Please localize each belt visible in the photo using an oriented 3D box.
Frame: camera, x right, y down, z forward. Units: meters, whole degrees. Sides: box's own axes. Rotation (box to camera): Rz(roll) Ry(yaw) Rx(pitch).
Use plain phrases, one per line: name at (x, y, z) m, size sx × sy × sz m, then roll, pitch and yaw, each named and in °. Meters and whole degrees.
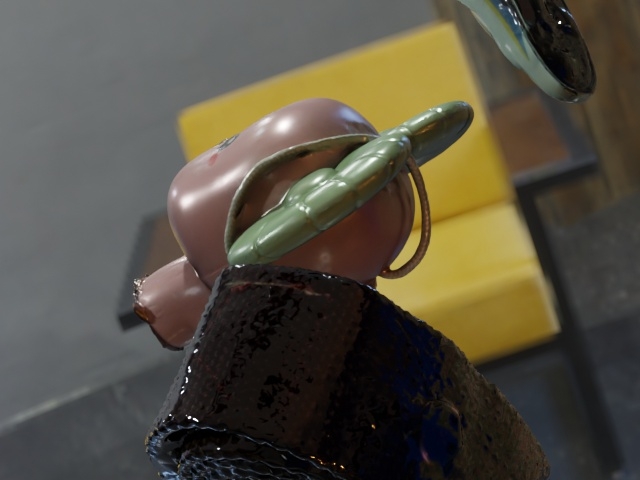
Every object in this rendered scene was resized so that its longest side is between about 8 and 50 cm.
belt at (0.020, 0.149, 1.186) m, size 0.184 × 0.289 × 0.164 m, roll -4°, pitch 53°, yaw 40°

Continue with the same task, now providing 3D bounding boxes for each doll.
doll at (0.000, 0.000, 1.495) m, size 0.268 × 0.216 × 0.284 m, roll -36°, pitch 0°, yaw 26°

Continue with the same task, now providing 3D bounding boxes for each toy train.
toy train at (0.092, -0.163, 1.117) m, size 0.052 × 0.233 × 0.051 m, roll 1°, pitch -34°, yaw -38°
